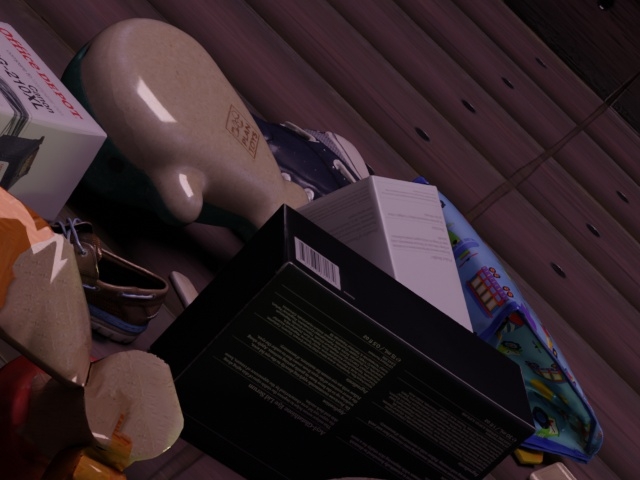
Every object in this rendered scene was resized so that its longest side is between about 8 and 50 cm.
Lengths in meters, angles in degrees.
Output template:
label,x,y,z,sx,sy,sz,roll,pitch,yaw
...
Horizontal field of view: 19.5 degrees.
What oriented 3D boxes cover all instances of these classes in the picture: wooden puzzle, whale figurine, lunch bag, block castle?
label,x,y,z,sx,sy,sz,roll,pitch,yaw
wooden puzzle,0.246,0.258,1.902,0.078,0.014,0.116,0,48,-54
whale figurine,-0.129,-0.073,1.699,0.272,0.141,0.216,42,31,-25
lunch bag,0.185,0.101,1.947,0.293,0.138,0.221,35,16,-43
block castle,-0.321,0.069,0.900,0.453,0.303,0.213,36,-22,-14

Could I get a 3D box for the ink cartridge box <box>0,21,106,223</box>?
label,x,y,z,sx,sy,sz,roll,pitch,yaw
ink cartridge box,-0.312,-0.112,1.469,0.237,0.100,0.172,11,30,-53

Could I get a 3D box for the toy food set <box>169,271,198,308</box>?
label,x,y,z,sx,sy,sz,roll,pitch,yaw
toy food set,-0.019,0.078,1.691,0.218,0.071,0.128,23,30,-41

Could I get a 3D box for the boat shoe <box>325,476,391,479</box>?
label,x,y,z,sx,sy,sz,roll,pitch,yaw
boat shoe,0.099,0.288,1.465,0.324,0.116,0.123,26,42,-19

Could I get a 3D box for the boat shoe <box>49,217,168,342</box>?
label,x,y,z,sx,sy,sz,roll,pitch,yaw
boat shoe,-0.203,0.015,1.495,0.183,0.066,0.066,27,27,-34

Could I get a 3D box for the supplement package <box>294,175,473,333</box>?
label,x,y,z,sx,sy,sz,roll,pitch,yaw
supplement package,0.056,0.046,1.667,0.105,0.105,0.179,8,64,-52

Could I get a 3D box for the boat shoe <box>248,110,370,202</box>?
label,x,y,z,sx,sy,sz,roll,pitch,yaw
boat shoe,0.000,0.000,1.827,0.158,0.127,0.340,16,26,-37

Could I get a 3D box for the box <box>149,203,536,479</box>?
label,x,y,z,sx,sy,sz,roll,pitch,yaw
box,0.015,0.121,1.524,0.261,0.184,0.103,35,22,-21
